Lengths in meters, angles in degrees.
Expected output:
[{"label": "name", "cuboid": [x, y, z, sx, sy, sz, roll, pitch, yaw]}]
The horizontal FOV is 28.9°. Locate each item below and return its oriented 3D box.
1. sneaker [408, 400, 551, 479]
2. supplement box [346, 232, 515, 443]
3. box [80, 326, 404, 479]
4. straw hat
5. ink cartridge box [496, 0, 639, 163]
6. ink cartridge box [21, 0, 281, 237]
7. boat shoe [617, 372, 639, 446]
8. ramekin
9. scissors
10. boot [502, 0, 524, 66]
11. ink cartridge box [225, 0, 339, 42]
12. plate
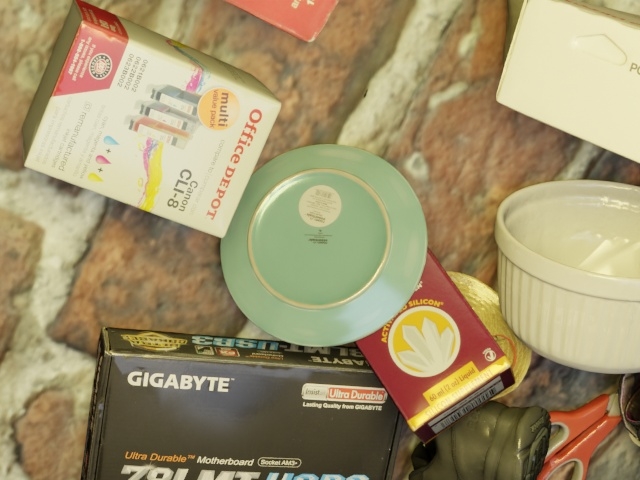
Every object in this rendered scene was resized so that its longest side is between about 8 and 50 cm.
[{"label": "sneaker", "cuboid": [0.151, 0.260, 1.249, 0.130, 0.109, 0.286, 18, 126, 22]}, {"label": "supplement box", "cuboid": [0.079, 0.073, 1.118, 0.104, 0.081, 0.188, -34, 69, 0]}, {"label": "box", "cuboid": [-0.082, 0.239, 1.196, 0.295, 0.073, 0.293, 6, 107, -17]}, {"label": "straw hat", "cuboid": [0.125, 0.106, 1.203, 0.144, 0.145, 0.061, -3, 151, -13]}, {"label": "ink cartridge box", "cuboid": [0.290, -0.130, 1.057, 0.237, 0.172, 0.100, -2, 114, -47]}, {"label": "ink cartridge box", "cuboid": [-0.143, -0.102, 1.034, 0.176, 0.127, 0.128, 20, 102, -20]}, {"label": "boat shoe", "cuboid": [0.376, 0.217, 1.275, 0.158, 0.127, 0.341, -1, 104, -15]}, {"label": "ramekin", "cuboid": [0.259, 0.034, 1.145, 0.207, 0.207, 0.109, -3, 118, -13]}, {"label": "scissors", "cuboid": [0.304, 0.165, 1.293, 0.109, 0.021, 0.297, 41, 95, -22]}, {"label": "boot", "cuboid": [0.140, -0.270, 1.089, 0.161, 0.083, 0.247, 6, 107, -3]}, {"label": "ink cartridge box", "cuboid": [-0.111, -0.364, 0.909, 0.384, 0.160, 0.279, 24, 115, -20]}, {"label": "plate", "cuboid": [0.000, 0.000, 1.097, 0.188, 0.024, 0.188, -3, 75, 10]}]
